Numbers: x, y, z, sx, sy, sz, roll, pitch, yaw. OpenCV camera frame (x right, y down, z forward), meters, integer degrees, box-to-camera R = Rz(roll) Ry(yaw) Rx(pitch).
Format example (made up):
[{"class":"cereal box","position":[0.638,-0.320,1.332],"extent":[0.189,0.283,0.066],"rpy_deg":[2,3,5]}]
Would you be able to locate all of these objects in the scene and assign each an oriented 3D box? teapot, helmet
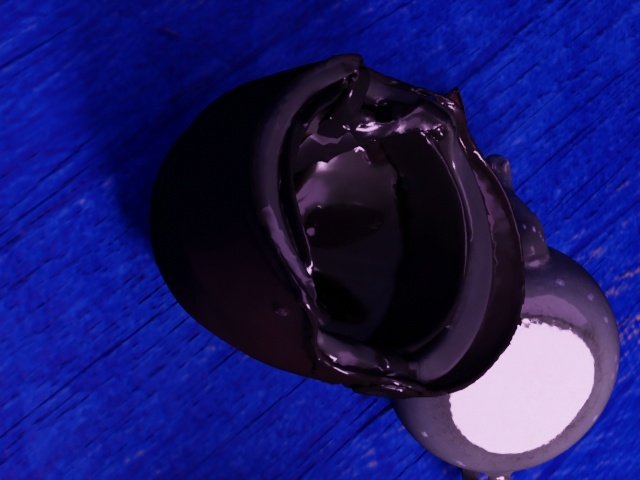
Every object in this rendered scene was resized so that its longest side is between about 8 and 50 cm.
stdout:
[{"class":"teapot","position":[0.143,0.090,1.530],"extent":[0.193,0.129,0.294],"rpy_deg":[-1,112,-13]},{"class":"helmet","position":[0.000,0.000,1.377],"extent":[0.305,0.177,0.225],"rpy_deg":[36,56,-44]}]

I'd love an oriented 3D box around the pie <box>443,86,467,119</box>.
[{"class":"pie","position":[0.108,-0.035,1.581],"extent":[0.092,0.034,0.170],"rpy_deg":[-29,110,-45]}]
